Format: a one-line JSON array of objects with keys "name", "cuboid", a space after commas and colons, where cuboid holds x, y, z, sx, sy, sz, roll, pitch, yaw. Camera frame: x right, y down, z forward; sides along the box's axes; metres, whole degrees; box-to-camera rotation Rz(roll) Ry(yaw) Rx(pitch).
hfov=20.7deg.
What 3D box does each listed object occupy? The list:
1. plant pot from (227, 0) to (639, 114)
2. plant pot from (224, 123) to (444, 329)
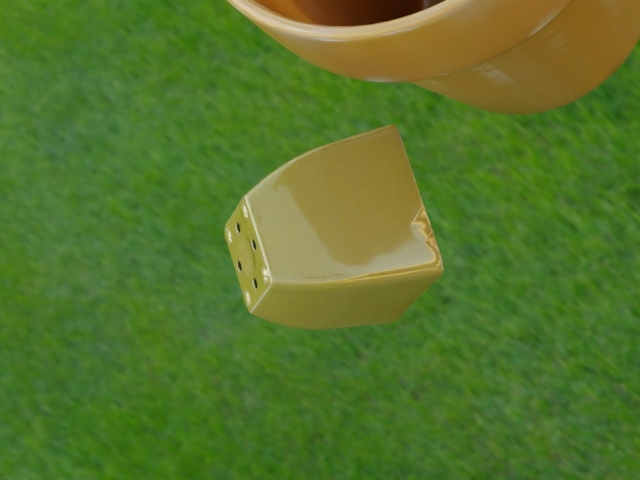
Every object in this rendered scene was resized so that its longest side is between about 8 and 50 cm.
[{"name": "plant pot", "cuboid": [0.068, -0.151, 0.820, 0.205, 0.188, 0.205, -10, 68, 24]}, {"name": "plant pot", "cuboid": [0.000, 0.000, 0.871, 0.081, 0.083, 0.081, 126, 129, -64]}]
